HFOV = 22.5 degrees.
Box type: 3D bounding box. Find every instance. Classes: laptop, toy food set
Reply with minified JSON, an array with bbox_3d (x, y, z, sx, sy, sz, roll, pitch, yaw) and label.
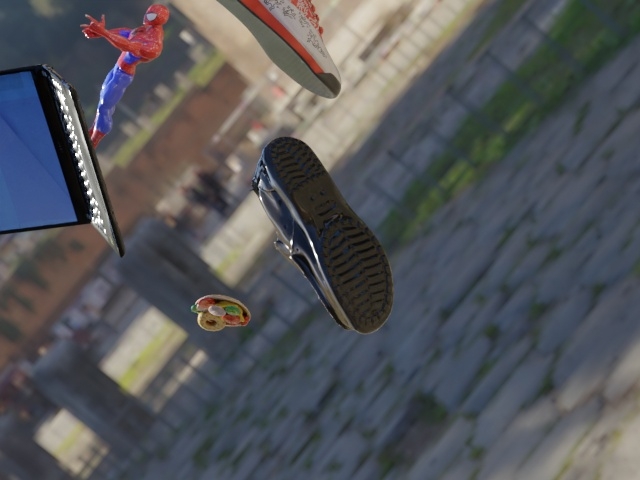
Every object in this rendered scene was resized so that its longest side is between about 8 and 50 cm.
[{"bbox_3d":[-0.377,-0.097,2.100,0.137,0.234,0.264,-21,23,-15],"label":"laptop"},{"bbox_3d":[-0.140,0.102,2.268,0.082,0.083,0.020,67,-150,-53],"label":"toy food set"}]

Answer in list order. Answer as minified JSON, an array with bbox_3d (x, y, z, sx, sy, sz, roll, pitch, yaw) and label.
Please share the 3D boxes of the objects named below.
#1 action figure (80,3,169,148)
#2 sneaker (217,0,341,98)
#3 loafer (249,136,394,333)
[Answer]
[{"bbox_3d":[-0.334,-0.262,2.426,0.280,0.139,0.091,-50,24,27],"label":"action figure"},{"bbox_3d":[-0.037,-0.317,2.053,0.145,0.270,0.090,-51,15,-17],"label":"sneaker"},{"bbox_3d":[0.000,0.000,1.645,0.080,0.220,0.078,-20,-12,-35],"label":"loafer"}]
